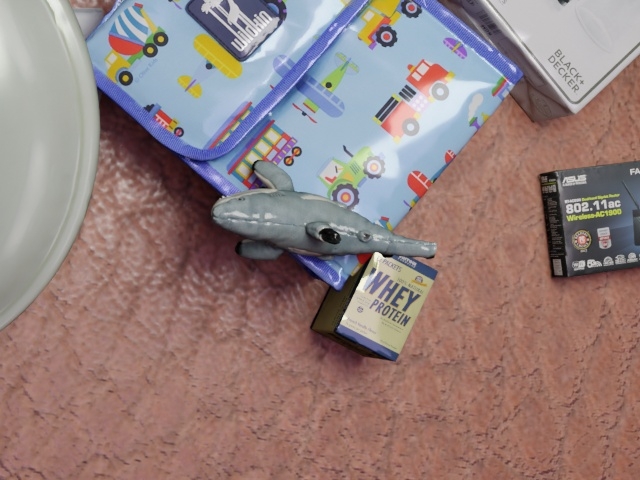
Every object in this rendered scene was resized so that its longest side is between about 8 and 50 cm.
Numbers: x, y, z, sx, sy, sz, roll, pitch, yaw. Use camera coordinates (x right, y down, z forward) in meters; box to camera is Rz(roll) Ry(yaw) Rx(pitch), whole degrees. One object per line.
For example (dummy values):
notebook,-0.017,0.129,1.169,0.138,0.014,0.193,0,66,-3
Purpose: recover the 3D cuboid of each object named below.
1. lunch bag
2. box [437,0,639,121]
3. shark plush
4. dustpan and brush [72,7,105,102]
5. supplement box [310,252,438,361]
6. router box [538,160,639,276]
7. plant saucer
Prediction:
lunch bag,-0.032,-0.140,1.257,0.293,0.138,0.221,41,87,-8
box,0.247,-0.256,1.366,0.290,0.087,0.169,-44,100,-11
shark plush,0.000,0.000,1.167,0.161,0.067,0.073,24,93,-3
dustpan and brush,-0.230,-0.071,1.240,0.147,0.060,0.211,-8,96,-46
supplement box,0.042,0.048,1.305,0.056,0.083,0.083,27,82,-13
router box,0.255,-0.021,1.388,0.122,0.038,0.092,-8,90,-15
plant saucer,-0.357,-0.077,1.125,0.400,0.100,0.401,-1,105,-3
